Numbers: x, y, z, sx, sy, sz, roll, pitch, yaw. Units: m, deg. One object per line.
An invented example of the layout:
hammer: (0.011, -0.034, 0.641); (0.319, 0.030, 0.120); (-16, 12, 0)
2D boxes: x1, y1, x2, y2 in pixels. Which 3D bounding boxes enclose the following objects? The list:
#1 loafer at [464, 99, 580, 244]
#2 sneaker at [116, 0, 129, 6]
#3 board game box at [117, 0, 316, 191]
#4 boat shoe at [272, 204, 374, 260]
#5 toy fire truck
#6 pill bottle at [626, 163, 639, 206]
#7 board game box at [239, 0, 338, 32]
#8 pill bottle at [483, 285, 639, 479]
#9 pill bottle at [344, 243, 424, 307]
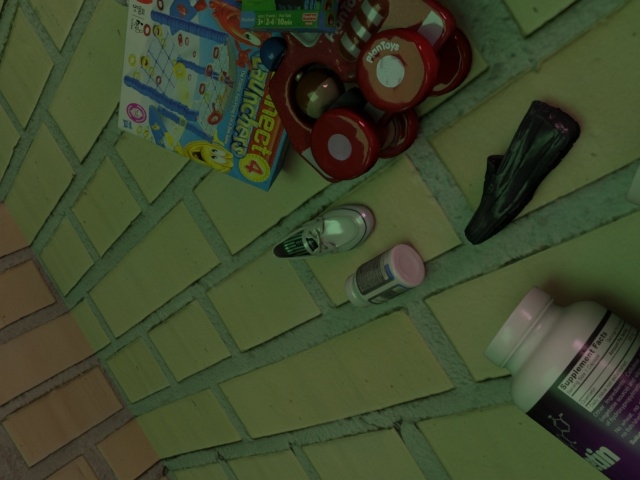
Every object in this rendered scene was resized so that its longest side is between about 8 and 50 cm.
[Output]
loafer: (0.261, -0.088, 0.814); (0.078, 0.076, 0.223); (45, 130, 22)
sneaker: (-0.266, -0.485, 1.051); (0.321, 0.124, 0.180); (33, 127, 11)
board game box: (-0.177, -0.275, 1.009); (0.302, 0.086, 0.308); (23, 131, 0)
boat shoe: (0.000, 0.000, 1.090); (0.226, 0.076, 0.083); (-25, 95, 46)
toy fire truck: (0.040, -0.244, 0.829); (0.254, 0.169, 0.302); (45, 128, 9)
pill bottle: (0.508, -0.024, 0.510); (0.407, 0.229, 0.229); (31, 130, 26)
board game box: (-0.034, -0.382, 0.767); (0.160, 0.039, 0.211); (19, 105, 43)
pill bottle: (0.385, 0.205, 0.778); (0.323, 0.181, 0.181); (37, 132, 22)
pill bottle: (0.108, 0.066, 1.028); (0.137, 0.078, 0.078); (-34, 88, 46)
